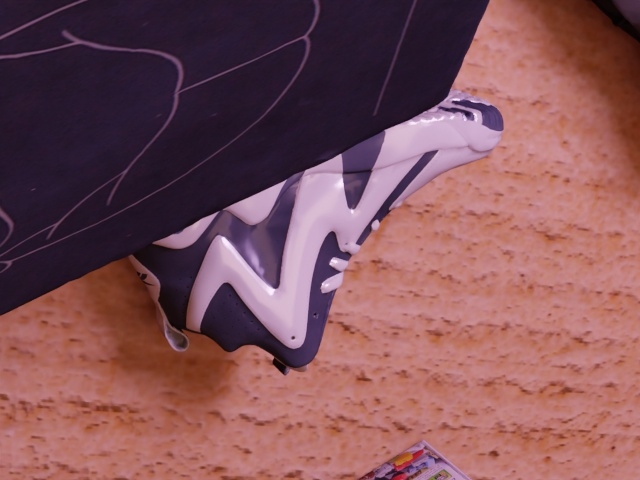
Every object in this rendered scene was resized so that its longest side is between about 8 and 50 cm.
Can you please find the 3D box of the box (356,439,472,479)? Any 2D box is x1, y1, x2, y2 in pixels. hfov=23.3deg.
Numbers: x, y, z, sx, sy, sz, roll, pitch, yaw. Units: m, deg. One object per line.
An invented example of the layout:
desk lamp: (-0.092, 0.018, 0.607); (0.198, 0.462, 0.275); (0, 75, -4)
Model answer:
box: (0.013, 0.213, 0.983); (0.207, 0.114, 0.036); (-29, 118, -16)

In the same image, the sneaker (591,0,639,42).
sneaker: (0.199, -0.175, 0.961); (0.130, 0.109, 0.286); (-24, 108, -11)

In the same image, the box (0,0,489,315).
box: (-0.173, -0.170, 0.511); (0.472, 0.480, 0.297); (-25, 73, -17)

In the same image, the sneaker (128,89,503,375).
sneaker: (0.000, 0.000, 0.914); (0.235, 0.094, 0.153); (-16, 115, -21)
